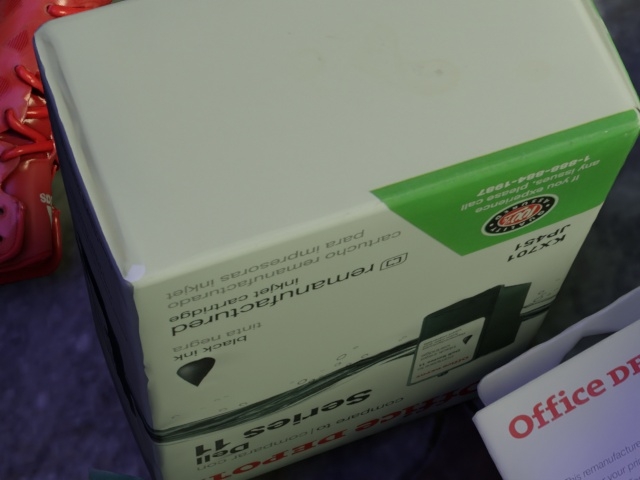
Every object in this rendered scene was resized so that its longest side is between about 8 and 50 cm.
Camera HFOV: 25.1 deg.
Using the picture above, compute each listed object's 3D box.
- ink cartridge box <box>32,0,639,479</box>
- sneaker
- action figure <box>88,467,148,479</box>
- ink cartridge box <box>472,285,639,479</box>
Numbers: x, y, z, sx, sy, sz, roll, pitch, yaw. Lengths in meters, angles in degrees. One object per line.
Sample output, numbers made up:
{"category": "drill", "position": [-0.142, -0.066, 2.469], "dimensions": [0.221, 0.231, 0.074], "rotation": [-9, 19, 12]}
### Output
{"category": "ink cartridge box", "position": [0.000, 0.000, 0.476], "dimensions": [0.153, 0.208, 0.087], "rotation": [-18, 67, -11]}
{"category": "sneaker", "position": [-0.124, -0.060, 0.651], "dimensions": [0.221, 0.087, 0.128], "rotation": [-43, 70, 17]}
{"category": "action figure", "position": [-0.058, 0.213, 0.526], "dimensions": [0.137, 0.063, 0.232], "rotation": [11, 72, 23]}
{"category": "ink cartridge box", "position": [0.123, 0.091, 0.481], "dimensions": [0.092, 0.090, 0.143], "rotation": [-30, 62, 10]}
